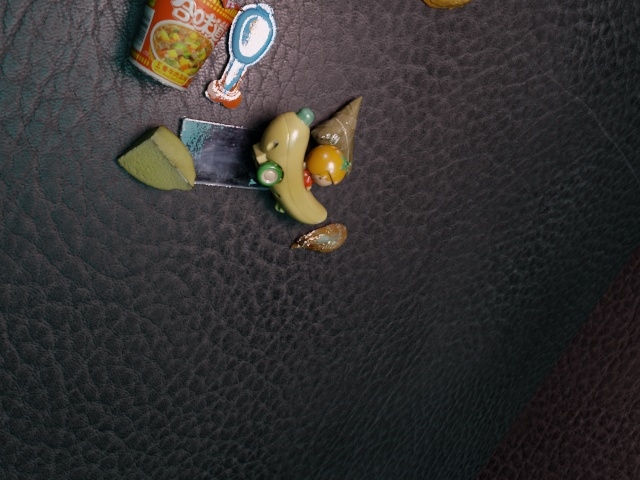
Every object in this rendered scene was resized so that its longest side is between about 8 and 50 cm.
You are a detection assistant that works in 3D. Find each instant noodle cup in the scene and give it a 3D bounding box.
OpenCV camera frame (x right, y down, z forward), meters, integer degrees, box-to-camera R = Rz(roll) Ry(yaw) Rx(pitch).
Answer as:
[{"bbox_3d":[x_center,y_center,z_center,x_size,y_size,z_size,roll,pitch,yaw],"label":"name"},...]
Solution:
[{"bbox_3d":[-0.287,-0.429,1.008,0.193,0.193,0.212,23,107,-34],"label":"instant noodle cup"}]

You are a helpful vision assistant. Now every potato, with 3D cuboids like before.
[{"bbox_3d":[-0.369,-0.176,1.135,0.120,0.081,0.149,-19,123,27],"label":"potato"}]

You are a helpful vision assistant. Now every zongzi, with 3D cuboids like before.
[{"bbox_3d":[0.082,-0.268,1.337,0.178,0.081,0.189,-42,129,-12],"label":"zongzi"}]

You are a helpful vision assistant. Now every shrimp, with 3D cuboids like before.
[{"bbox_3d":[0.000,0.000,1.429,0.184,0.043,0.092,-10,119,-26],"label":"shrimp"}]

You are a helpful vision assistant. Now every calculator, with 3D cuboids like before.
[{"bbox_3d":[-0.228,-0.210,1.224,0.261,0.021,0.161,4,109,-30],"label":"calculator"}]

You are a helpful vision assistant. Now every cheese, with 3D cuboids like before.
[{"bbox_3d":[-0.182,-0.431,1.143,0.106,0.037,0.256,23,101,-33],"label":"cheese"}]

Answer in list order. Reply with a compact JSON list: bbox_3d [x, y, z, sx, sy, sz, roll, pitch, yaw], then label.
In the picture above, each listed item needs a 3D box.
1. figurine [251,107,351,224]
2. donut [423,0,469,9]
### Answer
[{"bbox_3d":[-0.039,-0.175,1.235,0.222,0.124,0.325,-25,131,1],"label":"figurine"},{"bbox_3d":[0.362,-0.738,1.258,0.277,0.108,0.278,-12,117,-24],"label":"donut"}]
